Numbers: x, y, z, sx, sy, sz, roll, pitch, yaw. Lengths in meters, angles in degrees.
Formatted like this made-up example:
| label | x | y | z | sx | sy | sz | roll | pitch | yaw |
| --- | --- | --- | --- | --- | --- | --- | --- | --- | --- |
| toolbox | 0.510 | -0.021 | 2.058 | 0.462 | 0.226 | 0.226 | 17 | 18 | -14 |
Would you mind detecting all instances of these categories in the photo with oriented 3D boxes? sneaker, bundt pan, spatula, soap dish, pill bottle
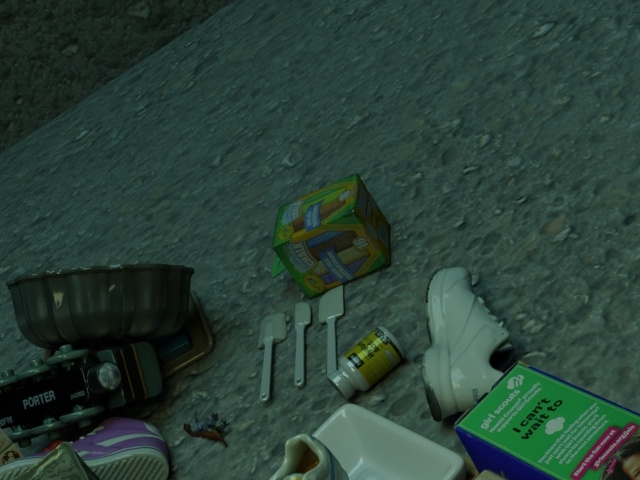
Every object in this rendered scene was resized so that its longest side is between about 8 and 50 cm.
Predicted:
| label | x | y | z | sx | sy | sz | roll | pitch | yaw |
| --- | --- | --- | --- | --- | --- | --- | --- | --- | --- |
| sneaker | 0.218 | 0.146 | 1.874 | 0.129 | 0.111 | 0.297 | -8 | 39 | 11 |
| bundt pan | -0.380 | 0.123 | 2.248 | 0.331 | 0.331 | 0.124 | -11 | 80 | 34 |
| spatula | -0.036 | 0.176 | 2.146 | 0.168 | 0.019 | 0.242 | -19 | 32 | 13 |
| sneaker | -0.025 | 0.339 | 1.561 | 0.087 | 0.092 | 0.228 | -20 | 33 | 20 |
| soap dish | 0.066 | 0.350 | 1.671 | 0.229 | 0.118 | 0.291 | -44 | 31 | -19 |
| pill bottle | 0.069 | 0.190 | 1.967 | 0.116 | 0.065 | 0.065 | -40 | 30 | -10 |
| sneaker | -0.389 | 0.360 | 2.086 | 0.282 | 0.102 | 0.161 | -5 | 23 | -9 |

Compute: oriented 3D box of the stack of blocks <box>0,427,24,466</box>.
| label | x | y | z | sx | sy | sz | roll | pitch | yaw |
| --- | --- | --- | --- | --- | --- | --- | --- | --- | --- |
| stack of blocks | -0.626 | 0.408 | 2.208 | 0.171 | 0.087 | 0.297 | -42 | 9 | -27 |

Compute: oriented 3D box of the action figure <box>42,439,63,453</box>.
| label | x | y | z | sx | sy | sz | roll | pitch | yaw |
| --- | --- | --- | --- | --- | --- | --- | --- | --- | --- |
| action figure | -0.478 | 0.430 | 2.127 | 0.280 | 0.091 | 0.139 | -39 | 23 | -7 |

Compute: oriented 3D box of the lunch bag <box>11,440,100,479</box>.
| label | x | y | z | sx | sy | sz | roll | pitch | yaw |
| --- | --- | --- | --- | --- | --- | --- | --- | --- | --- |
| lunch bag | -0.318 | 0.453 | 1.779 | 0.169 | 0.235 | 0.287 | -35 | 29 | -9 |

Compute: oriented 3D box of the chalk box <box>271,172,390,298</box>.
| label | x | y | z | sx | sy | sz | roll | pitch | yaw |
| --- | --- | --- | --- | --- | --- | --- | --- | --- | --- |
| chalk box | 0.000 | 0.000 | 2.253 | 0.213 | 0.132 | 0.132 | -23 | 30 | 18 |

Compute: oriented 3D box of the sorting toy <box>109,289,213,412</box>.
| label | x | y | z | sx | sy | sz | roll | pitch | yaw |
| --- | --- | --- | --- | --- | --- | --- | --- | --- | --- |
| sorting toy | -0.323 | 0.175 | 2.405 | 0.229 | 0.041 | 0.307 | -33 | 29 | 1 |

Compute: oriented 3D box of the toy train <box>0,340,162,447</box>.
| label | x | y | z | sx | sy | sz | roll | pitch | yaw |
| --- | --- | --- | --- | --- | --- | --- | --- | --- | --- |
| toy train | -0.428 | 0.261 | 2.210 | 0.334 | 0.142 | 0.190 | -22 | -9 | 40 |

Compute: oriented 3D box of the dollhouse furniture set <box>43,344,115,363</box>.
| label | x | y | z | sx | sy | sz | roll | pitch | yaw |
| --- | --- | --- | --- | --- | --- | --- | --- | --- | --- |
| dollhouse furniture set | -0.449 | 0.216 | 2.447 | 0.123 | 0.151 | 0.144 | 15 | 39 | -1 |

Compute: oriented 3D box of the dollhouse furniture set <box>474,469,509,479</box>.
| label | x | y | z | sx | sy | sz | roll | pitch | yaw |
| --- | --- | --- | --- | --- | --- | --- | --- | --- | --- |
| dollhouse furniture set | 0.141 | 0.470 | 1.256 | 0.394 | 0.256 | 0.362 | -43 | 33 | -19 |

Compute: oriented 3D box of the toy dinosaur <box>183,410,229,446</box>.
| label | x | y | z | sx | sy | sz | roll | pitch | yaw |
| --- | --- | --- | --- | --- | --- | --- | --- | --- | --- |
| toy dinosaur | -0.191 | 0.306 | 2.079 | 0.082 | 0.047 | 0.090 | -39 | 34 | 31 |

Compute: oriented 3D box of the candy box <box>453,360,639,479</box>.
| label | x | y | z | sx | sy | sz | roll | pitch | yaw |
| --- | --- | --- | --- | --- | --- | --- | --- | --- | --- |
| candy box | 0.319 | 0.298 | 1.343 | 0.122 | 0.268 | 0.317 | -41 | 30 | -19 |
